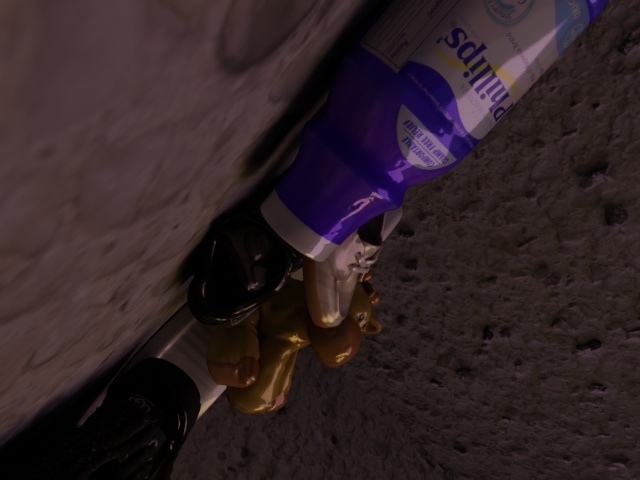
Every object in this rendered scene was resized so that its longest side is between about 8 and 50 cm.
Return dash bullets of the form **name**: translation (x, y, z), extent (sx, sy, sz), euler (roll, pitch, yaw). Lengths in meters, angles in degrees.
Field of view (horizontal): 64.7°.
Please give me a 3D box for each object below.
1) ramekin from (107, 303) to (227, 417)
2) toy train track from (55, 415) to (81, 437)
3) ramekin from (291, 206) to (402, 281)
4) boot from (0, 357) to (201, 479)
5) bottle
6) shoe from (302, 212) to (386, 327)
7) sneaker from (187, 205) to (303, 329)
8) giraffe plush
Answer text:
- **ramekin**: translation (-0.175, 0.170, 0.699), extent (0.207, 0.109, 0.207), euler (-48, 178, -2)
- **toy train track**: translation (-0.299, 0.233, 0.607), extent (0.048, 0.014, 0.083), euler (-47, 179, -18)
- **ramekin**: translation (0.000, 0.000, 0.786), extent (0.277, 0.135, 0.277), euler (-48, 178, -2)
- **boot**: translation (-0.265, 0.305, 0.511), extent (0.260, 0.131, 0.347), euler (-49, 161, -68)
- **bottle**: translation (0.070, -0.107, 0.362), extent (0.283, 0.118, 0.092), euler (-47, -140, 11)
- **shoe**: translation (0.029, -0.022, 0.457), extent (0.077, 0.058, 0.218), euler (-13, 113, -65)
- **sneaker**: translation (-0.035, -0.007, 0.486), extent (0.227, 0.087, 0.130), euler (-44, -178, -16)
- **giraffe plush**: translation (-0.017, 0.094, 0.598), extent (0.181, 0.171, 0.210), euler (51, 36, -68)
